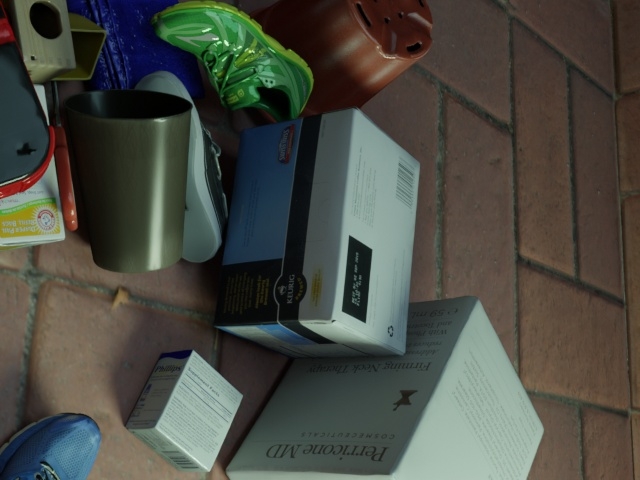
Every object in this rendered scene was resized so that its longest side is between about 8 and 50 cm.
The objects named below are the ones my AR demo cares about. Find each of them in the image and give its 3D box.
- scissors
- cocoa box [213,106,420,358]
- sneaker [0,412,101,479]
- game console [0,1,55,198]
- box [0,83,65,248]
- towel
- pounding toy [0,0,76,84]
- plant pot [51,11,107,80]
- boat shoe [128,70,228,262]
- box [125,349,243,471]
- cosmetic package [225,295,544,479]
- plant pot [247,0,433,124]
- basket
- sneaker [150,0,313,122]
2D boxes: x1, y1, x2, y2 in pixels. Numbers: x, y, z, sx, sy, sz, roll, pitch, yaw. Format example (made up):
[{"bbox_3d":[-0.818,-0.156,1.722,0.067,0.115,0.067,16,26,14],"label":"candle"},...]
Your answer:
[{"bbox_3d":[-0.348,-0.150,1.270,0.021,0.109,0.297,-7,68,-11],"label":"scissors"},{"bbox_3d":[0.000,0.000,1.532,0.231,0.228,0.347,31,59,-51],"label":"cocoa box"},{"bbox_3d":[-0.358,0.347,1.147,0.129,0.147,0.330,56,43,-26],"label":"sneaker"},{"bbox_3d":[-0.519,-0.170,1.048,0.387,0.060,0.342,-24,95,-29],"label":"game console"},{"bbox_3d":[-0.412,-0.089,1.207,0.103,0.114,0.203,-7,87,-53],"label":"box"},{"bbox_3d":[-0.288,-0.357,1.454,0.228,0.076,0.308,-20,97,-50],"label":"towel"},{"bbox_3d":[-0.391,-0.317,1.233,0.094,0.181,0.206,-7,87,-51],"label":"pounding toy"},{"bbox_3d":[-0.366,-0.281,1.329,0.083,0.081,0.081,42,30,24],"label":"plant pot"},{"bbox_3d":[-0.202,-0.121,1.454,0.105,0.113,0.306,-64,141,-57],"label":"boat shoe"},{"bbox_3d":[-0.201,0.255,1.419,0.126,0.072,0.137,49,48,-32],"label":"box"},{"bbox_3d":[0.126,0.347,1.589,0.327,0.329,0.393,60,42,-26],"label":"cosmetic package"},{"bbox_3d":[0.036,-0.348,1.654,0.272,0.265,0.272,18,60,-35],"label":"plant pot"},{"bbox_3d":[-0.260,-0.081,1.322,0.154,0.204,0.226,-20,118,-42],"label":"basket"},{"bbox_3d":[-0.129,-0.273,1.476,0.296,0.109,0.123,25,61,-34],"label":"sneaker"}]
